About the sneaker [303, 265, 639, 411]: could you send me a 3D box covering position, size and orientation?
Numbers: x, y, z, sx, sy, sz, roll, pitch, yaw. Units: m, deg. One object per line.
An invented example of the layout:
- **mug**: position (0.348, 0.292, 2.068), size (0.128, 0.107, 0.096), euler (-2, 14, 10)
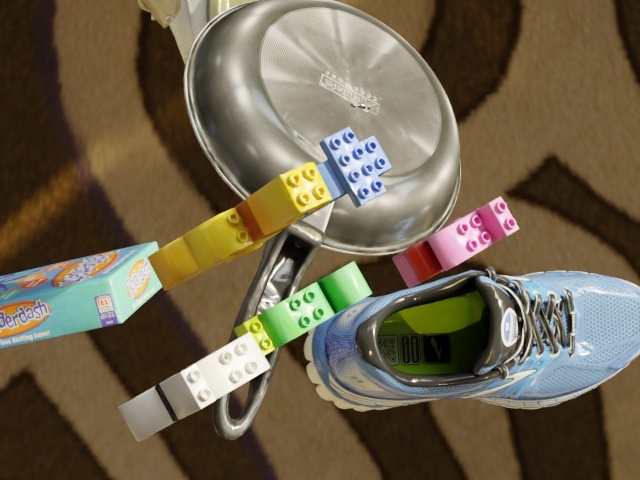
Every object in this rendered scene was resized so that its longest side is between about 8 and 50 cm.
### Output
- **sneaker**: position (0.160, 0.090, 1.440), size (0.330, 0.147, 0.130), euler (-7, 84, -20)

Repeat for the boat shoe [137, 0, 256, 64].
- **boat shoe**: position (-0.097, -0.220, 1.345), size (0.103, 0.113, 0.302), euler (-12, 85, 33)

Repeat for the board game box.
- **board game box**: position (-0.267, 0.059, 1.540), size (0.210, 0.160, 0.047), euler (-12, 99, 12)

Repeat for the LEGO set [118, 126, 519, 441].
- **LEGO set**: position (0.000, 0.000, 0.774), size (0.087, 0.227, 0.093), euler (60, 145, 1)

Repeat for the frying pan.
- **frying pan**: position (-0.024, -0.049, 0.979), size (0.197, 0.326, 0.053), euler (44, 136, 3)
